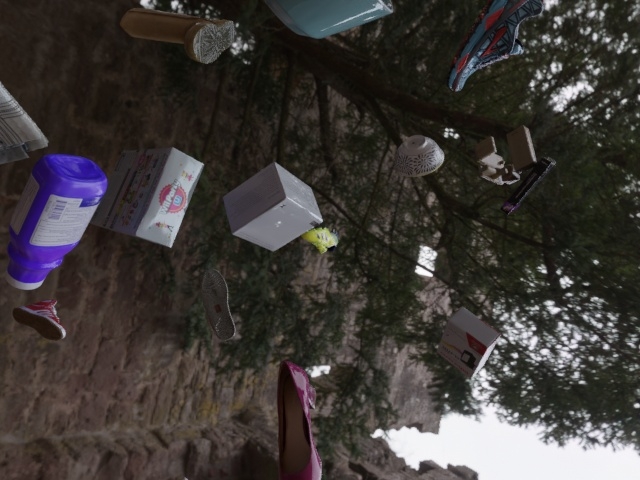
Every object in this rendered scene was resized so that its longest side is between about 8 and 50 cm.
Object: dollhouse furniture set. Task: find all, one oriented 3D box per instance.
[{"bbox_3d":[0.536,-0.223,1.201,0.151,0.123,0.144,-31,-127,49],"label":"dollhouse furniture set"}]

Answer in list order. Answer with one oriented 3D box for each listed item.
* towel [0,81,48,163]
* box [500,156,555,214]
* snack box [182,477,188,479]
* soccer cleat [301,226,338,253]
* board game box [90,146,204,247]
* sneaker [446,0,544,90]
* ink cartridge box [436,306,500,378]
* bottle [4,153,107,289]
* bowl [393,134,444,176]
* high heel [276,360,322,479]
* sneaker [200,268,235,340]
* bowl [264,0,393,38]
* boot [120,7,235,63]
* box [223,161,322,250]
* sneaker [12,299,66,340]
[{"bbox_3d":[-0.828,-0.270,0.946,0.312,0.324,0.056,-20,-121,-7],"label":"towel"},{"bbox_3d":[0.538,-0.143,1.125,0.029,0.116,0.162,43,-61,19],"label":"box"},{"bbox_3d":[-0.207,0.523,0.794,0.178,0.064,0.022,43,-30,1],"label":"snack box"},{"bbox_3d":[0.001,0.000,1.951,0.093,0.289,0.121,5,-92,27],"label":"soccer cleat"},{"bbox_3d":[-0.451,-0.116,1.110,0.303,0.097,0.224,10,-103,45],"label":"board game box"},{"bbox_3d":[0.379,-0.425,0.955,0.104,0.125,0.262,-57,178,-38],"label":"sneaker"},{"bbox_3d":[0.421,0.297,1.250,0.127,0.072,0.175,37,-35,31],"label":"ink cartridge box"},{"bbox_3d":[-0.507,-0.027,0.810,0.092,0.118,0.283,46,-67,17],"label":"bottle"},{"bbox_3d":[0.318,-0.295,1.439,0.170,0.080,0.170,-14,-136,14],"label":"bowl"},{"bbox_3d":[-0.085,0.526,1.178,0.127,0.181,0.377,-20,-140,15],"label":"high heel"},{"bbox_3d":[-0.334,0.200,1.353,0.118,0.083,0.222,-14,-91,62],"label":"sneaker"},{"bbox_3d":[-0.022,-0.490,0.767,0.163,0.311,0.312,-31,-122,27],"label":"bowl"},{"bbox_3d":[-0.384,-0.528,1.110,0.236,0.269,0.089,-66,166,-57],"label":"boot"},{"bbox_3d":[-0.123,-0.082,1.140,0.182,0.181,0.119,-30,-120,19],"label":"box"},{"bbox_3d":[-0.519,0.150,0.836,0.118,0.067,0.042,22,-75,14],"label":"sneaker"}]
